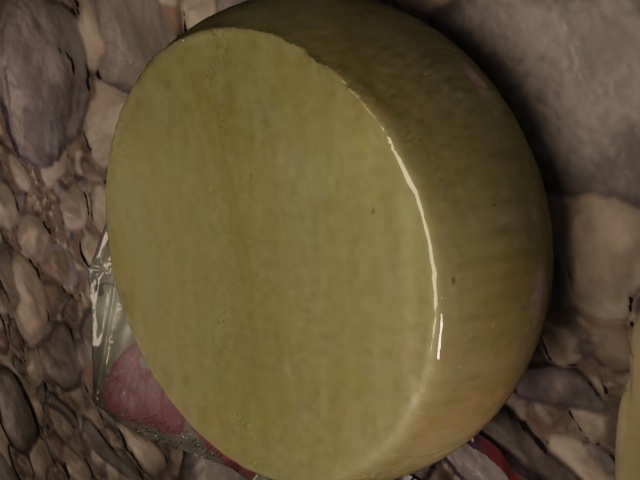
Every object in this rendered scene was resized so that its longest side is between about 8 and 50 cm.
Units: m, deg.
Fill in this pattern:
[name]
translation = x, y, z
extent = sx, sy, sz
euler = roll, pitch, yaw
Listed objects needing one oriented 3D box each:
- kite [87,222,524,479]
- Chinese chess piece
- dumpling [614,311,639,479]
[kite]
translation = -0.020, 0.100, 0.933
extent = 0.360, 0.022, 0.204
euler = 35, 127, 31
[Chinese chess piece]
translation = 0.000, 0.000, 0.789
extent = 0.250, 0.101, 0.250
euler = 17, 116, 40
[dumpling]
translation = 0.205, 0.154, 0.578
extent = 0.315, 0.233, 0.395
euler = -36, 67, 51
